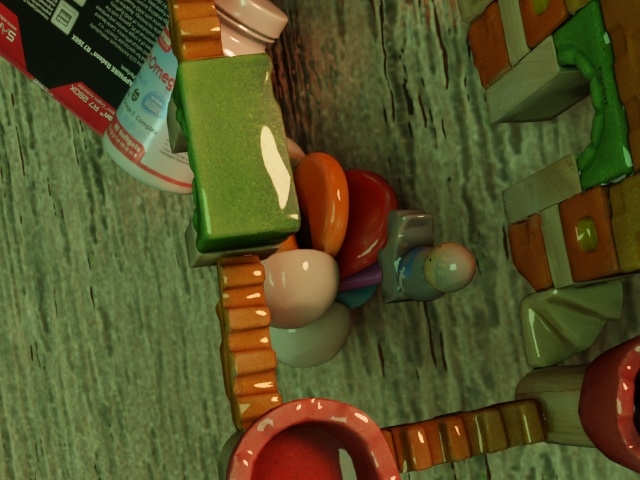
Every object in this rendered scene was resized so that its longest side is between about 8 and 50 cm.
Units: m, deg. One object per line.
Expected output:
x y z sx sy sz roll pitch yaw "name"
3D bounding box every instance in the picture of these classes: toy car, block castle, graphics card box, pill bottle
0.000 0.000 0.677 0.136 0.182 0.159 -16 60 0 "toy car"
0.061 -0.067 0.505 0.303 0.213 0.453 -7 81 -16 "block castle"
-0.137 -0.284 0.731 0.233 0.094 0.371 38 110 13 "graphics card box"
-0.095 -0.121 0.662 0.087 0.087 0.160 39 108 14 "pill bottle"
